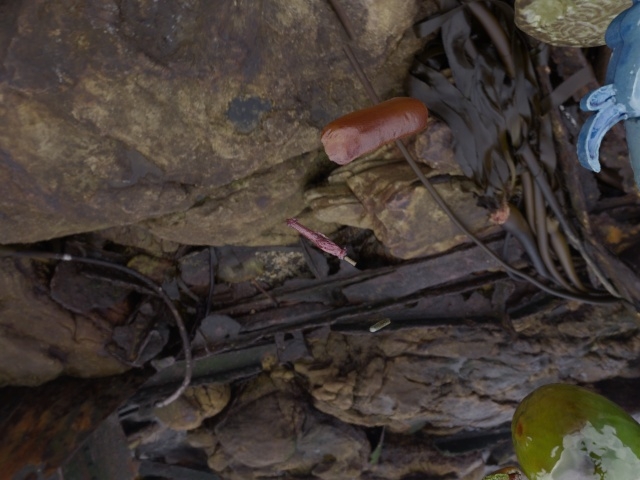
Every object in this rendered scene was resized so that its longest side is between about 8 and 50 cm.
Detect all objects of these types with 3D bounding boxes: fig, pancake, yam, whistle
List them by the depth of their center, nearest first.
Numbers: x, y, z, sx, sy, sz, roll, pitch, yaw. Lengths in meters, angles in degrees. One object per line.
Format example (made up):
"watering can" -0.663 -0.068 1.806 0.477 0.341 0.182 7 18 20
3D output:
"whistle" 0.409 -0.171 0.493 0.181 0.093 0.268 -14 104 6
"pancake" 0.415 -0.353 0.613 0.212 0.235 0.029 14 91 -43
"fig" 0.467 0.375 0.719 0.230 0.207 0.207 32 123 17
"yam" 0.182 0.259 1.242 0.116 0.021 0.021 -6 138 -54

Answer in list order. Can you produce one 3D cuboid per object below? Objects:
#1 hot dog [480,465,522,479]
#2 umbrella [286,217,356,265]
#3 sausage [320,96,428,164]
"hot dog" 0.344 0.481 0.794 0.041 0.056 0.133 24 130 -12
"umbrella" 0.000 0.000 0.786 0.027 0.165 0.025 -56 165 -9
"sausage" 0.120 -0.235 0.835 0.300 0.084 0.089 -31 112 -36
